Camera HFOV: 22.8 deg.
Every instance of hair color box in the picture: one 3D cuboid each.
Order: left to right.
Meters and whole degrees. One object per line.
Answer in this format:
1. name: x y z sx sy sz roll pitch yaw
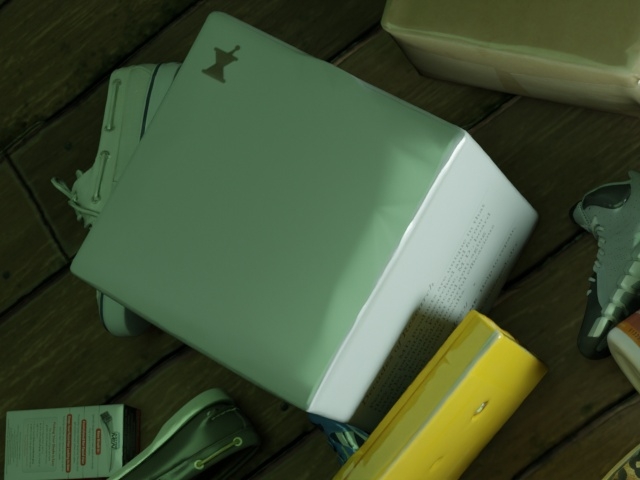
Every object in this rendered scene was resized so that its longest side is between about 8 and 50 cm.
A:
1. hair color box: -0.315 0.260 2.021 0.167 0.053 0.093 -5 75 19

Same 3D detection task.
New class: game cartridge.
1. game cartridge: 0.110 0.231 1.754 0.052 0.285 0.324 42 93 21

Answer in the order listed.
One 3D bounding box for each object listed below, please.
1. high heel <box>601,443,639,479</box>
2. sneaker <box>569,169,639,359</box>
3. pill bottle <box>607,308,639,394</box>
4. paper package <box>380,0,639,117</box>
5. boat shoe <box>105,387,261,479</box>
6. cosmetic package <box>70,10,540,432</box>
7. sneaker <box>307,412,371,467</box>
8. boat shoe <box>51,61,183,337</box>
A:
1. high heel: 0.429 0.287 1.736 0.261 0.093 0.186 -35 68 3
2. sneaker: 0.331 0.020 1.844 0.132 0.086 0.229 30 83 31
3. pill bottle: 0.435 0.090 1.754 0.216 0.121 0.121 -36 69 -2
4. paper package: 0.273 -0.330 1.888 0.324 0.168 0.309 13 81 22
5. boat shoe: -0.201 0.316 1.939 0.305 0.109 0.091 -45 63 1
6. cosmetic package: 0.000 0.000 1.786 0.329 0.393 0.327 29 88 23
7. sneaker: 0.037 0.249 1.902 0.144 0.053 0.059 33 92 23
8. boat shoe: -0.266 -0.058 2.032 0.156 0.136 0.367 3 76 19
